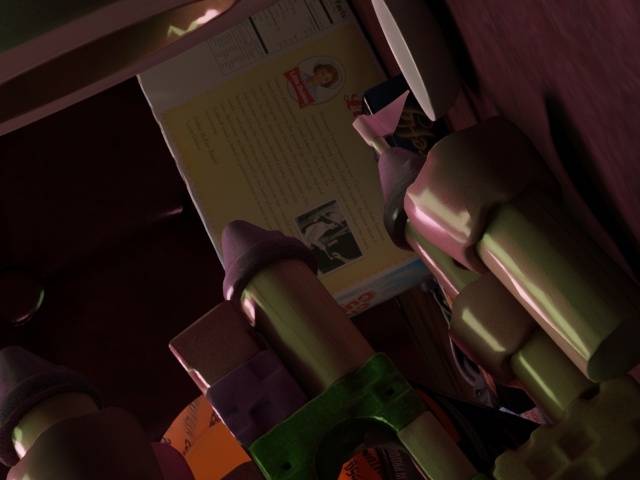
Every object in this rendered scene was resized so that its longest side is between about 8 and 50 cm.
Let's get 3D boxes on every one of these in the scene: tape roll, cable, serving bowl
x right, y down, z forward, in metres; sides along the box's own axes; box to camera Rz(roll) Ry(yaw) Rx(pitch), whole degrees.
[{"bbox_3d":[-0.148,-0.124,0.918,0.392,0.392,0.072,-135,20,-88],"label":"tape roll"},{"bbox_3d":[0.135,0.078,1.452,0.150,0.047,0.184,57,172,44],"label":"cable"},{"bbox_3d":[0.057,-0.109,0.925,0.083,0.027,0.083,155,90,-89],"label":"serving bowl"}]

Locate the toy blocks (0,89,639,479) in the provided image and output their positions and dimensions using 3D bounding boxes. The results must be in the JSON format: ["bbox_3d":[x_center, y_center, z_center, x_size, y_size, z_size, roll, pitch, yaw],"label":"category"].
[{"bbox_3d":[0.004,0.091,0.848,0.260,0.288,0.309,50,174,36],"label":"toy blocks"}]

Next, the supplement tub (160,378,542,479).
[{"bbox_3d":[0.046,0.196,1.114,0.338,0.207,0.207,22,-144,-54],"label":"supplement tub"}]

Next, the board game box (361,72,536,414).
[{"bbox_3d":[0.099,0.004,1.207,0.165,0.042,0.243,72,172,-87],"label":"board game box"}]

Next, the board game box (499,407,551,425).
[{"bbox_3d":[0.216,0.249,1.366,0.211,0.039,0.160,64,179,-39],"label":"board game box"}]

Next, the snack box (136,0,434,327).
[{"bbox_3d":[-0.027,-0.089,1.370,0.060,0.187,0.322,66,179,-69],"label":"snack box"}]
